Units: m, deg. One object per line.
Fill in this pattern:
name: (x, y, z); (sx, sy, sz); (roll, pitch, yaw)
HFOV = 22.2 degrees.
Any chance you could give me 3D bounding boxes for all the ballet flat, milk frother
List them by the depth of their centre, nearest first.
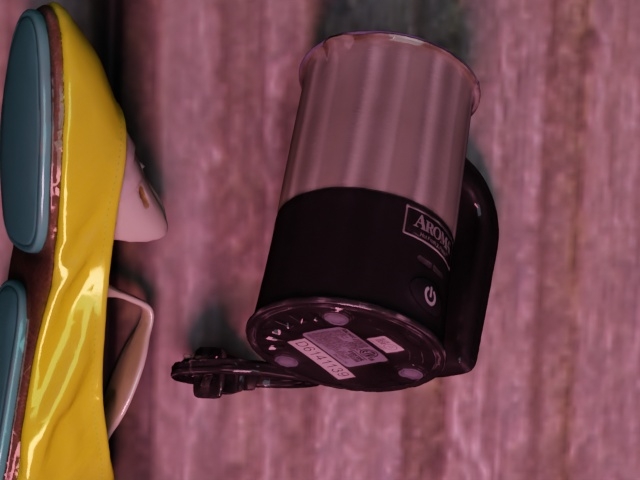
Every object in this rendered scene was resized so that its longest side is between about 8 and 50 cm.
milk frother: (0.000, 0.000, 0.726); (0.143, 0.129, 0.135); (-2, 59, 22)
ballet flat: (-0.109, 0.011, 0.730); (0.077, 0.077, 0.231); (3, 99, -28)
